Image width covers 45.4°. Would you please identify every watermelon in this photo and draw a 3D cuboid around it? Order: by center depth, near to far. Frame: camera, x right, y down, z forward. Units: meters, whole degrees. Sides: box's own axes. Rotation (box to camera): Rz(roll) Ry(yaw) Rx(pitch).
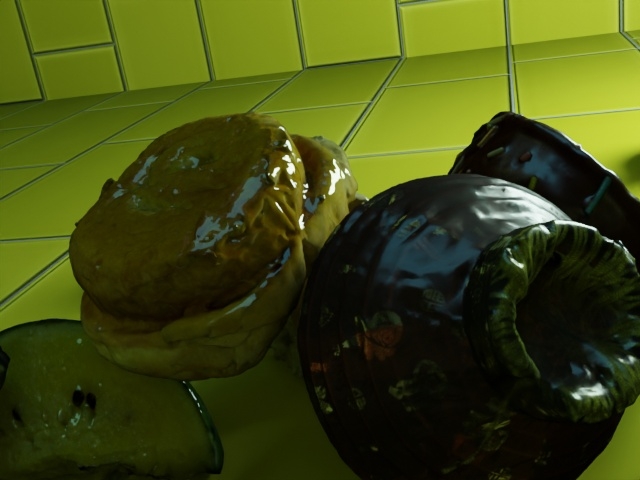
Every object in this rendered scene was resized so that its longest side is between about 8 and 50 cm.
[{"bbox_3d":[-0.218,0.144,0.646,0.301,0.123,0.129,-6,42,13],"label":"watermelon"}]

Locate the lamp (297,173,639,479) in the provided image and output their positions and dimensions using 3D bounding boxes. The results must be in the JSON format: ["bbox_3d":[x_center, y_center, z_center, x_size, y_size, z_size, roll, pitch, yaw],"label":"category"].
[{"bbox_3d":[0.103,0.067,0.519,0.247,0.246,0.247,-8,21,3],"label":"lamp"}]

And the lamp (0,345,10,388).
[{"bbox_3d":[-0.325,0.174,0.555,0.101,0.101,0.250,7,46,37],"label":"lamp"}]

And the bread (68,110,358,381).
[{"bbox_3d":[-0.085,-0.005,0.589,0.198,0.120,0.236,0,45,36],"label":"bread"}]

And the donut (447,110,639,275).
[{"bbox_3d":[0.200,-0.001,0.685,0.089,0.235,0.235,-41,29,-11],"label":"donut"}]

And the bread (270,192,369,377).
[{"bbox_3d":[0.007,-0.009,0.775,0.224,0.211,0.184,-27,19,-27],"label":"bread"}]
